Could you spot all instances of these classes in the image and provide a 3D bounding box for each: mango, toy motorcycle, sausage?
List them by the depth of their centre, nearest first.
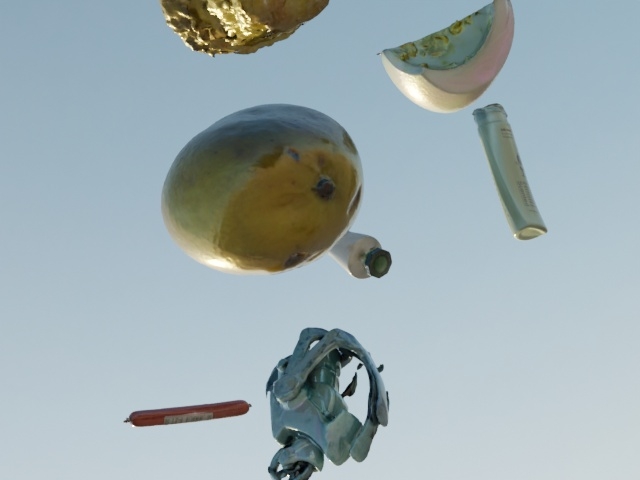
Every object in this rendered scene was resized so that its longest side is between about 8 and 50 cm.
[{"bbox_3d":[-0.091,-0.085,1.807,0.301,0.445,0.221,-20,-74,-6],"label":"mango"},{"bbox_3d":[0.007,0.261,1.934,0.206,0.260,0.154,-22,-49,16],"label":"toy motorcycle"},{"bbox_3d":[-0.237,0.313,2.217,0.253,0.034,0.034,-1,-49,-30],"label":"sausage"}]

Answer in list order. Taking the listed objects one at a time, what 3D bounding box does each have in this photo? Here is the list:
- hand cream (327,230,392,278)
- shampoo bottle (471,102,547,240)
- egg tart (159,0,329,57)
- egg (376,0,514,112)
[{"bbox_3d":[0.000,0.000,2.167,0.121,0.336,0.076,33,-98,-40],"label":"hand cream"},{"bbox_3d":[0.279,-0.102,1.818,0.049,0.212,0.072,-32,-27,35],"label":"shampoo bottle"},{"bbox_3d":[-0.058,-0.339,1.414,0.294,0.123,0.294,-28,-44,-31],"label":"egg tart"},{"bbox_3d":[0.259,-0.333,2.345,0.271,0.162,0.206,-23,-2,-3],"label":"egg"}]
